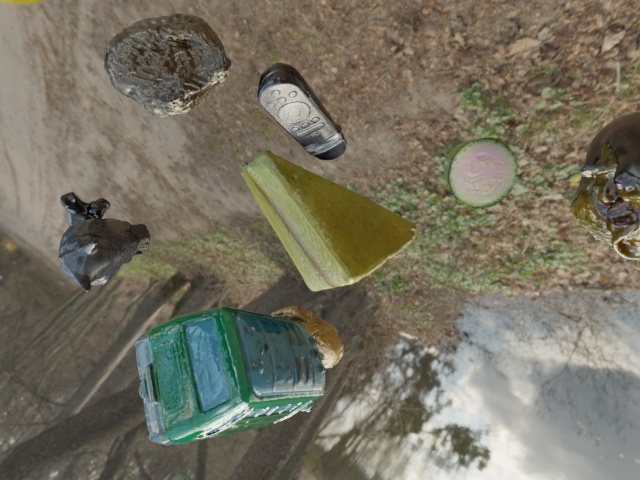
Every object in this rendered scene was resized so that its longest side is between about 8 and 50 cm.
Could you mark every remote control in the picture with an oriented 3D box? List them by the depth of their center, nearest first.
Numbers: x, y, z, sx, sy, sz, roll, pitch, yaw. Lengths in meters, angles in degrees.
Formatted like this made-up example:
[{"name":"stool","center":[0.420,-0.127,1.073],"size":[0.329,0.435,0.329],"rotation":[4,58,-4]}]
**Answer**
[{"name":"remote control","center":[-0.027,-0.234,0.917],"size":[0.090,0.066,0.266],"rotation":[-14,155,22]}]

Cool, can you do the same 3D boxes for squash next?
[{"name":"squash","center":[0.224,-0.113,0.757],"size":[0.105,0.105,0.132],"rotation":[51,-174,-18]}]

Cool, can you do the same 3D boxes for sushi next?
[{"name":"sushi","center":[0.423,-0.052,0.610],"size":[0.200,0.204,0.213],"rotation":[20,146,35]}]

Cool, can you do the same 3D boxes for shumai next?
[{"name":"shumai","center":[-0.291,-0.348,0.978],"size":[0.184,0.218,0.185],"rotation":[62,-176,-13]}]

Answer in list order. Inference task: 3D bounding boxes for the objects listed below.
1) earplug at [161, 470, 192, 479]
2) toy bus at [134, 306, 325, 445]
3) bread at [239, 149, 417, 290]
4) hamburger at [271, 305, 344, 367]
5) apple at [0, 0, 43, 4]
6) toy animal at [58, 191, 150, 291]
[{"name":"earplug","center":[-0.349,0.547,0.804],"size":[0.185,0.323,0.185],"rotation":[62,176,7]},{"name":"toy bus","center":[-0.129,0.224,0.846],"size":[0.343,0.199,0.184],"rotation":[30,-143,-63]},{"name":"bread","center":[0.002,-0.085,1.134],"size":[0.362,0.245,0.233],"rotation":[56,155,-5]},{"name":"hamburger","center":[-0.025,0.297,1.497],"size":[0.262,0.124,0.131],"rotation":[34,130,-30]},{"name":"apple","center":[-0.277,-0.270,0.430],"size":[0.099,0.102,0.114],"rotation":[-1,98,54]},{"name":"toy animal","center":[-0.269,0.019,0.623],"size":[0.117,0.121,0.210],"rotation":[7,-169,-31]}]
